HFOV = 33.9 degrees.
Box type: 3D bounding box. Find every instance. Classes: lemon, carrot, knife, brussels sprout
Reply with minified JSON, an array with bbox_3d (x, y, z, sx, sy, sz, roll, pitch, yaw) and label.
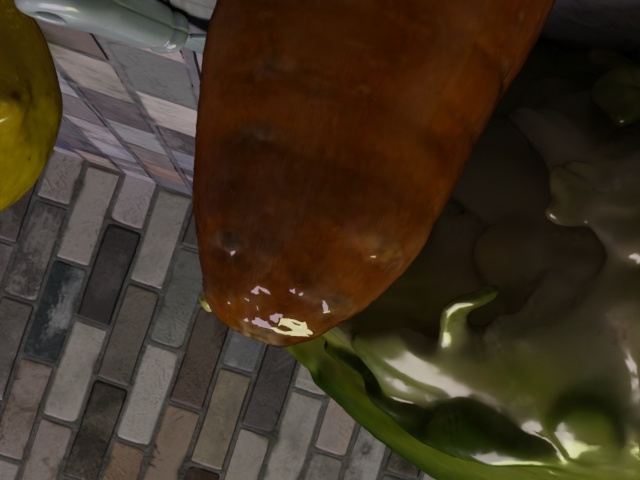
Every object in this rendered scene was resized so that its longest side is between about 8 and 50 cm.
[{"bbox_3d":[-0.369,-0.131,0.917,0.310,0.253,0.253,17,176,32],"label":"lemon"},{"bbox_3d":[0.016,-0.058,0.481,0.159,0.225,0.159,16,170,3],"label":"carrot"},{"bbox_3d":[-0.092,-0.161,0.868,0.331,0.044,0.080,14,172,-39],"label":"knife"},{"bbox_3d":[0.120,0.013,0.651,0.315,0.276,0.371,39,169,-31],"label":"brussels sprout"}]

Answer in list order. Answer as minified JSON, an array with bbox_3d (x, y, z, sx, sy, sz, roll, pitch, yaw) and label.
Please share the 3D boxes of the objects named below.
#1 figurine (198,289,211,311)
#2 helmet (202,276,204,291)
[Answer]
[{"bbox_3d":[0.000,0.000,1.149,0.274,0.226,0.394,54,-148,14],"label":"figurine"},{"bbox_3d":[-0.009,-0.056,0.919,0.205,0.140,0.257,0,-154,22],"label":"helmet"}]
